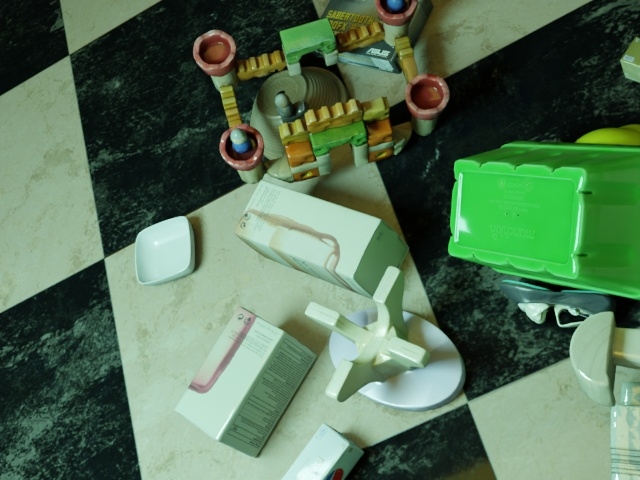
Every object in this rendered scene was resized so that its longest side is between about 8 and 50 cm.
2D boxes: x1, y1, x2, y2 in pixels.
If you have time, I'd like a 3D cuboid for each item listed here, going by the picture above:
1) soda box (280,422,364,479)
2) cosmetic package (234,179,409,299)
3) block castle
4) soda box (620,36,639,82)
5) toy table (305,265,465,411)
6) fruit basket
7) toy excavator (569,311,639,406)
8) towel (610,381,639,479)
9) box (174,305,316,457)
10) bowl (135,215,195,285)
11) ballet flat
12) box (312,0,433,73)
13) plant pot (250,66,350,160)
[{"bbox_3d":[-0.021,0.436,1.680,0.069,0.074,0.216,35,85,35],"label":"soda box"},{"bbox_3d":[0.000,0.000,1.842,0.296,0.153,0.129,19,76,34],"label":"cosmetic package"},{"bbox_3d":[0.002,-0.309,1.858,0.453,0.213,0.303,-15,74,-1],"label":"block castle"},{"bbox_3d":[0.643,-0.306,1.718,0.181,0.061,0.058,31,82,35],"label":"soda box"},{"bbox_3d":[0.110,0.188,1.685,0.274,0.161,0.252,7,69,31],"label":"toy table"},{"bbox_3d":[0.450,-0.061,1.594,0.392,0.392,0.283,7,97,30],"label":"fruit basket"},{"bbox_3d":[0.621,0.252,1.332,0.433,0.222,0.445,-21,48,10],"label":"toy excavator"},{"bbox_3d":[0.596,0.359,1.414,0.312,0.056,0.324,-3,64,26],"label":"towel"},{"bbox_3d":[-0.138,0.266,1.779,0.127,0.148,0.232,26,79,34],"label":"box"},{"bbox_3d":[-0.331,0.029,2.055,0.142,0.053,0.142,-18,60,18],"label":"bowl"},{"bbox_3d":[0.403,0.113,1.629,0.203,0.074,0.074,7,69,25],"label":"ballet flat"},{"bbox_3d":[0.108,-0.473,2.079,0.231,0.056,0.183,19,76,33],"label":"box"},{"bbox_3d":[-0.061,-0.290,2.043,0.237,0.110,0.237,-11,62,21],"label":"plant pot"}]
